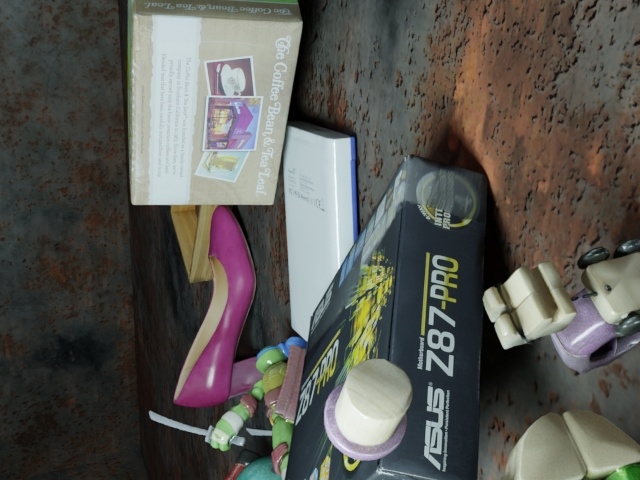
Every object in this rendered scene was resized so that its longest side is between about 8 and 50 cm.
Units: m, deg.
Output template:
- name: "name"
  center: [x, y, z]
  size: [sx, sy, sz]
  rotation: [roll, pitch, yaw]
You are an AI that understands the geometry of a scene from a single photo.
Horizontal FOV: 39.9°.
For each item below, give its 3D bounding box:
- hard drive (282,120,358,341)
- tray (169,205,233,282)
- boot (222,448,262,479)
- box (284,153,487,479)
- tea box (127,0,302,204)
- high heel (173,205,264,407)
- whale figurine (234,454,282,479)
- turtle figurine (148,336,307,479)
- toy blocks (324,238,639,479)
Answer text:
- name: "hard drive"
  center: [0.000, 0.000, 1.255]
  size: [0.210, 0.040, 0.318]
  rotation: [-148, 53, -65]
- name: "tray"
  center: [-0.242, -0.112, 1.827]
  size: [0.411, 0.076, 0.203]
  rotation: [108, 147, -52]
- name: "boot"
  center: [-0.093, 0.518, 1.671]
  size: [0.088, 0.176, 0.244]
  rotation: [-26, 109, 46]
- name: "box"
  center: [0.055, 0.149, 0.928]
  size: [0.395, 0.097, 0.318]
  rotation: [118, 165, -58]
- name: "tea box"
  center: [-0.170, -0.274, 1.285]
  size: [0.329, 0.220, 0.323]
  rotation: [103, 161, -45]
- name: "high heel"
  center: [-0.214, 0.125, 1.683]
  size: [0.127, 0.181, 0.377]
  rotation: [155, 106, -69]
- name: "whale figurine"
  center: [-0.071, 0.496, 1.500]
  size: [0.272, 0.141, 0.216]
  rotation: [-118, 28, -42]
- name: "turtle figurine"
  center: [-0.068, 0.313, 1.355]
  size: [0.266, 0.275, 0.198]
  rotation: [56, -178, 42]
- name: "toy blocks"
  center: [0.141, 0.216, 0.616]
  size: [0.260, 0.288, 0.309]
  rotation: [104, 150, -55]
